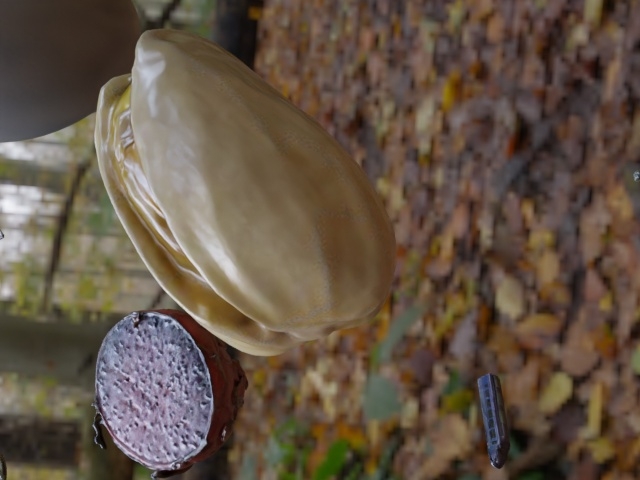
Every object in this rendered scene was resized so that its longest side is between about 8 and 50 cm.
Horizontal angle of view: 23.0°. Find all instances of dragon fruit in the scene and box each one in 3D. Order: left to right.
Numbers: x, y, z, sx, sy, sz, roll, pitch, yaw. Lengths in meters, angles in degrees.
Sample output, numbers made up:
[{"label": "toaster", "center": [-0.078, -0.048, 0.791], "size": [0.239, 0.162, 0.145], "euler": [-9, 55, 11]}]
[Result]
[{"label": "dragon fruit", "center": [-0.176, 0.189, 2.074], "size": [0.148, 0.218, 0.224], "euler": [-12, -62, -52]}]

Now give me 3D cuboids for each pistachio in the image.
[{"label": "pistachio", "center": [-0.049, -0.031, 0.993], "size": [0.229, 0.157, 0.157], "euler": [49, 170, 3]}]

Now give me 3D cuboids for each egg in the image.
[{"label": "egg", "center": [-0.260, -0.170, 1.322], "size": [0.176, 0.232, 0.176], "euler": [10, 103, 49]}]

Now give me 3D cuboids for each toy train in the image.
[{"label": "toy train", "center": [0.147, 0.151, 1.317], "size": [0.017, 0.017, 0.083], "euler": [-31, 47, 32]}]

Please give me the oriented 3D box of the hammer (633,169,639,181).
[{"label": "hammer", "center": [0.369, -0.064, 1.661], "size": [0.028, 0.060, 0.195], "euler": [-60, -21, 19]}]

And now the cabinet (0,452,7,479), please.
[{"label": "cabinet", "center": [-0.546, 0.269, 1.614], "size": [0.290, 0.318, 0.227], "euler": [39, 126, 28]}]

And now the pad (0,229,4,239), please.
[{"label": "pad", "center": [-0.418, -0.080, 1.582], "size": [0.003, 0.158, 0.235], "euler": [-27, -89, -56]}]
